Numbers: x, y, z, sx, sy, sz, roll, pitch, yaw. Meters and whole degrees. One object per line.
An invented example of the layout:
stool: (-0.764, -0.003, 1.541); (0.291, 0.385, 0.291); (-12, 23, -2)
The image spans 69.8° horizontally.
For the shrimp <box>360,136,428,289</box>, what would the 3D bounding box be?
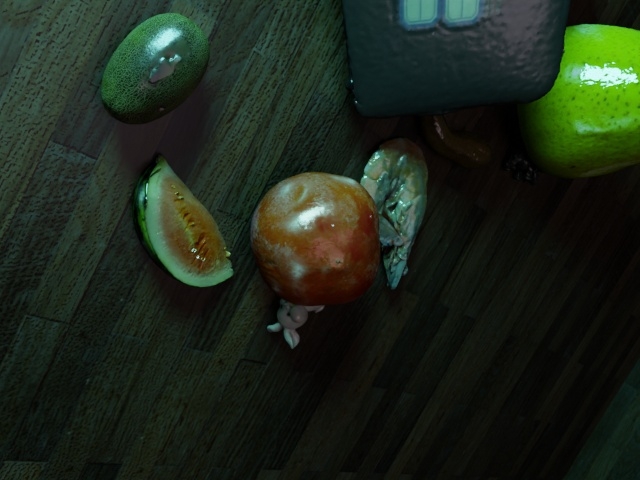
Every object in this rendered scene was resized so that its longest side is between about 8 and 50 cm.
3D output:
shrimp: (0.137, -0.045, 0.911); (0.164, 0.062, 0.317); (-5, 109, -25)

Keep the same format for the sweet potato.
sweet potato: (0.263, -0.203, 0.919); (0.233, 0.062, 0.081); (24, 81, -33)

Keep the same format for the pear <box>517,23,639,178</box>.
pear: (0.602, -0.260, 0.931); (0.342, 0.318, 0.238); (41, 67, -35)

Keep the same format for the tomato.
tomato: (-0.004, 0.001, 0.754); (0.232, 0.188, 0.232); (-6, 104, -26)

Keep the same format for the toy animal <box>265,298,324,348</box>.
toy animal: (-0.044, 0.129, 0.867); (0.124, 0.071, 0.085); (-43, 145, -19)

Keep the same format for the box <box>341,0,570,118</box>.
box: (0.197, -0.373, 0.686); (0.350, 0.091, 0.359); (-7, 123, 4)

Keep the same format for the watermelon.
watermelon: (-0.215, -0.008, 0.713); (0.119, 0.063, 0.245); (-43, 127, -26)

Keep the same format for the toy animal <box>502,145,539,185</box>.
toy animal: (0.484, -0.170, 1.077); (0.135, 0.047, 0.065); (27, 87, -32)

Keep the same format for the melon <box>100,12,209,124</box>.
melon: (-0.213, -0.218, 0.591); (0.162, 0.099, 0.099); (-50, 127, -5)
